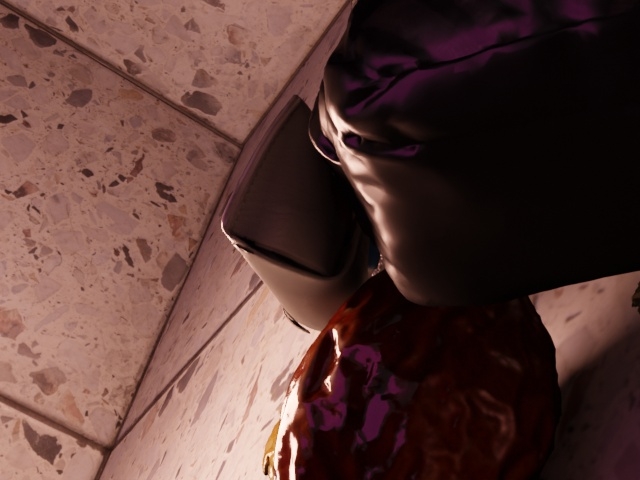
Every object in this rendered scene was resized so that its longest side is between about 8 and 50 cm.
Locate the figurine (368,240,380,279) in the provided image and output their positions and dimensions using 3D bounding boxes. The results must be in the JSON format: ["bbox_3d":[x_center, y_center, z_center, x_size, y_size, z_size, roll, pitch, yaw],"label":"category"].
[{"bbox_3d":[0.080,-0.031,0.874,0.338,0.204,0.284,129,145,-72],"label":"figurine"}]

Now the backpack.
[{"bbox_3d":[0.179,-0.166,0.601,0.363,0.255,0.446,-12,46,28],"label":"backpack"}]

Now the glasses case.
[{"bbox_3d":[0.000,-0.002,0.729,0.308,0.083,0.128,67,-143,-75],"label":"glasses case"}]

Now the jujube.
[{"bbox_3d":[0.066,0.150,0.656,0.290,0.197,0.197,-65,15,-20],"label":"jujube"}]

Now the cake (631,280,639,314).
[{"bbox_3d":[0.250,0.031,0.589,0.051,0.055,0.140,-62,-4,-7],"label":"cake"}]

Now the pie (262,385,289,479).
[{"bbox_3d":[-0.009,0.207,1.099,0.195,0.046,0.195,-52,17,23],"label":"pie"}]

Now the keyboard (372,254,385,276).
[{"bbox_3d":[0.106,-0.006,1.200,0.197,0.015,0.074,-60,14,-3],"label":"keyboard"}]
